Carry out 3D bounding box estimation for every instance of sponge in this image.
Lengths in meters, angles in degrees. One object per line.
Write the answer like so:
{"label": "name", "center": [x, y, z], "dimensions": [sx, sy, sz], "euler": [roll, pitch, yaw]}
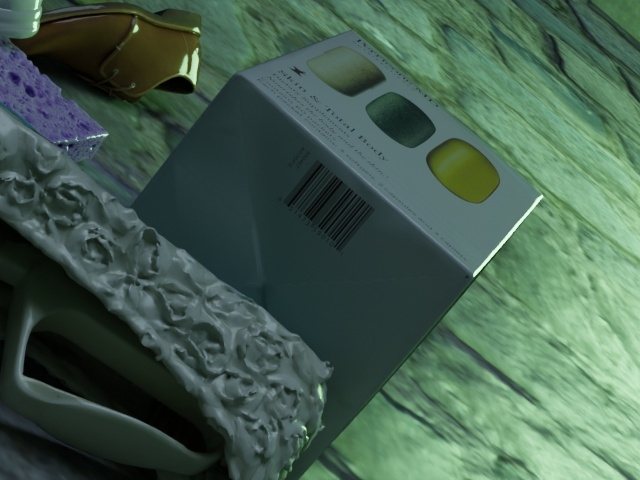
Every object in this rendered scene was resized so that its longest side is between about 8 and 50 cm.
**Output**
{"label": "sponge", "center": [-0.245, -0.095, 1.267], "dimensions": [0.117, 0.031, 0.210], "euler": [44, 20, 11]}

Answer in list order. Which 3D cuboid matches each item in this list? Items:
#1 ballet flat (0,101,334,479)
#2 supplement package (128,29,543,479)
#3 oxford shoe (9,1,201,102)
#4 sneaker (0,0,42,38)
{"label": "ballet flat", "center": [-0.169, 0.022, 1.033], "dimensions": [0.409, 0.147, 0.147], "euler": [35, 21, -12]}
{"label": "supplement package", "center": [0.000, 0.000, 1.259], "dimensions": [0.199, 0.198, 0.263], "euler": [41, 20, 4]}
{"label": "oxford shoe", "center": [-0.172, -0.151, 1.471], "dimensions": [0.212, 0.076, 0.076], "euler": [-1, 83, -48]}
{"label": "sneaker", "center": [-0.283, -0.203, 1.295], "dimensions": [0.080, 0.094, 0.212], "euler": [29, 20, 35]}
